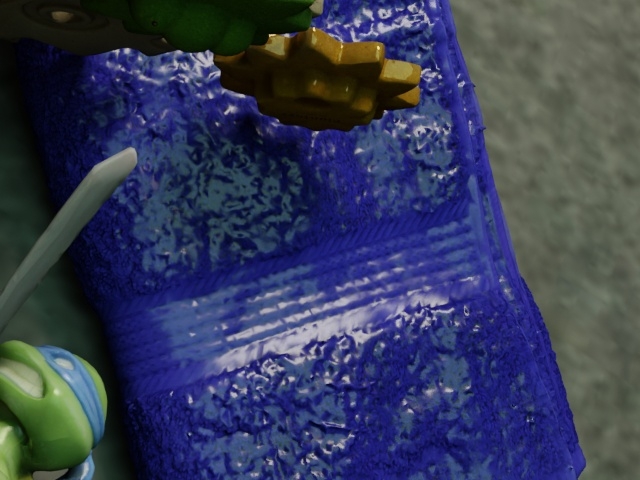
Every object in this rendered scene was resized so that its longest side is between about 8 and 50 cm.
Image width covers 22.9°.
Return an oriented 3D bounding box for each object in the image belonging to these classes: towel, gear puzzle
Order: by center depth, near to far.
[{"bbox_3d":[-0.097,-0.085,0.563,0.339,0.175,0.044,17,74,-43],"label":"gear puzzle"},{"bbox_3d":[0.000,0.000,0.719,0.227,0.076,0.308,-16,87,-32],"label":"towel"}]

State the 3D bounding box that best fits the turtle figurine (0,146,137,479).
[{"bbox_3d":[-0.205,0.075,0.523,0.198,0.275,0.266,37,63,21],"label":"turtle figurine"}]
